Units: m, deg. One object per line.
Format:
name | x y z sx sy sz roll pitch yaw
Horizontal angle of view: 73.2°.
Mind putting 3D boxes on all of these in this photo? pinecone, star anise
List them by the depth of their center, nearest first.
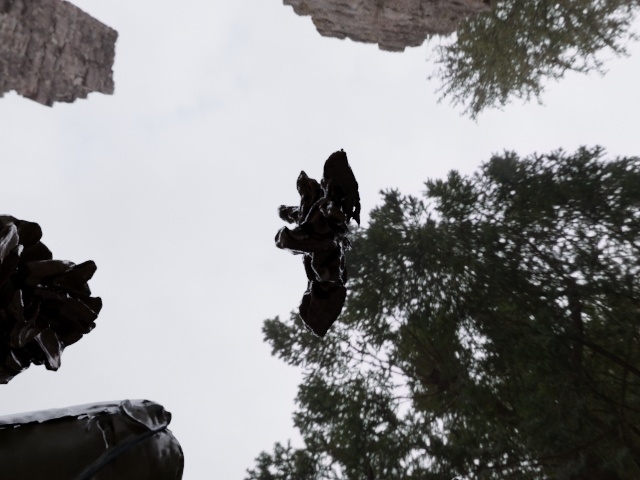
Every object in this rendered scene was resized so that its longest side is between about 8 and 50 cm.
pinecone | -0.342 0.058 0.438 0.205 0.184 0.179 4 -96 26
star anise | 0.000 0.000 0.629 0.130 0.212 0.282 -4 -51 -1

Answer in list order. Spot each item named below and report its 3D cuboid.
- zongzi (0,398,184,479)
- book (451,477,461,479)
zongzi | -0.257 0.337 0.371 0.174 0.356 0.392 -43 -120 25
book | 0.280 0.465 0.593 0.323 0.229 0.018 8 -78 44
